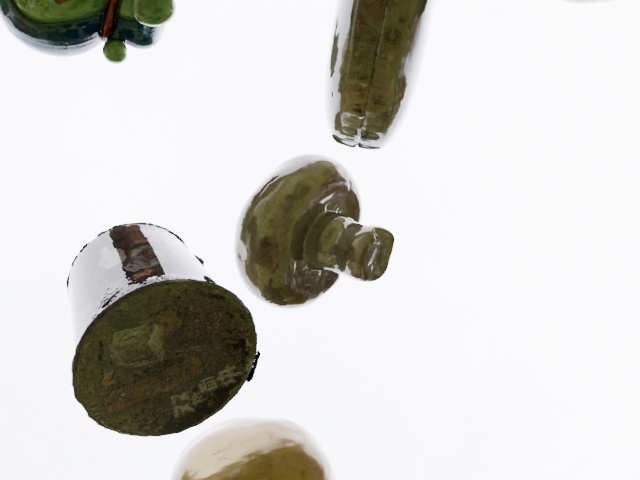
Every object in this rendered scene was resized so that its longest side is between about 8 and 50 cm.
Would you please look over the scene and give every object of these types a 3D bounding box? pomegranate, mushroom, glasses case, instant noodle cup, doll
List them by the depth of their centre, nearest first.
[{"bbox_3d":[0.076,-0.295,0.780,0.098,0.156,0.425,11,-105,2],"label":"glasses case"},{"bbox_3d":[-0.210,0.096,0.963,0.217,0.207,0.217,-12,-60,-21],"label":"instant noodle cup"},{"bbox_3d":[0.000,0.000,1.162,0.244,0.243,0.243,0,-89,10],"label":"mushroom"},{"bbox_3d":[-0.397,-0.396,1.303,0.322,0.186,0.198,13,-118,-5],"label":"doll"},{"bbox_3d":[-0.136,0.454,1.305,0.342,0.342,0.342,0,-89,10],"label":"pomegranate"}]

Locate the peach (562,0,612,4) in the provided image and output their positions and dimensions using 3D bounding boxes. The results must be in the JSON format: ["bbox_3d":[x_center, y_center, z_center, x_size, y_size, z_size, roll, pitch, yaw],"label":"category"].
[{"bbox_3d":[0.288,-0.360,0.801,0.231,0.231,0.231,0,-89,10],"label":"peach"}]
